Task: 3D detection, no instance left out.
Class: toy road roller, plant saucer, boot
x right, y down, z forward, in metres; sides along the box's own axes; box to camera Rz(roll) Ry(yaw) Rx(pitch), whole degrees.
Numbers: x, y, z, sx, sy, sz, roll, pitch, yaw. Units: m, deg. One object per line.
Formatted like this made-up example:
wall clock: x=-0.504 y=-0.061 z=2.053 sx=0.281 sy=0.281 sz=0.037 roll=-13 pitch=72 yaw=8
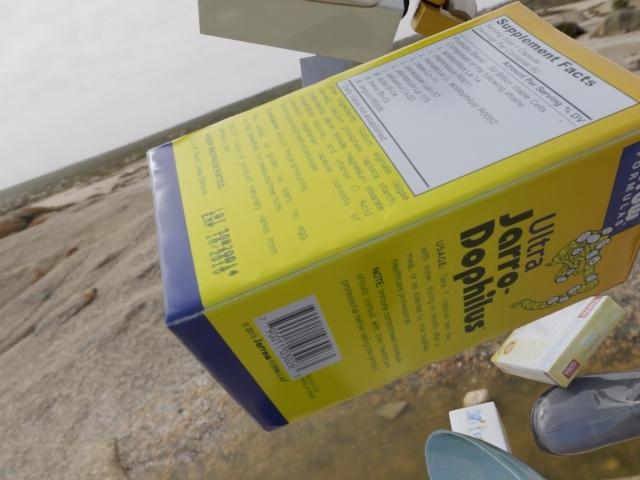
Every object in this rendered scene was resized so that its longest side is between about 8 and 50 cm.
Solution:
toy road roller: x=0.344 y=-0.763 z=1.474 sx=0.241 sy=0.329 sz=0.203 roll=120 pitch=171 yaw=-52
plant saucer: x=0.146 y=0.211 z=0.335 sx=0.037 sy=0.195 sz=0.195 roll=-24 pitch=17 yaw=-20
boot: x=0.507 y=0.239 z=0.750 sx=0.338 sy=0.118 sz=0.223 roll=-19 pitch=-19 yaw=-5

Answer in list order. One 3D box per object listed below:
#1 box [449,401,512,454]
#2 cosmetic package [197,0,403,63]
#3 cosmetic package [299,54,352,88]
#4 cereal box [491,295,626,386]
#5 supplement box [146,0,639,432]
box: x=0.353 y=0.469 z=1.045 sx=0.103 sy=0.114 sz=0.203 roll=-19 pitch=34 yaw=16
cosmetic package: x=-0.031 y=-0.398 z=0.798 sx=0.309 sy=0.113 sz=0.160 roll=6 pitch=59 yaw=-6
cosmetic package: x=0.027 y=-0.371 z=1.318 sx=0.127 sy=0.238 sz=0.107 roll=-2 pitch=8 yaw=16
cereal box: x=0.434 y=0.185 z=0.933 sx=0.173 sy=0.047 sz=0.240 roll=-47 pitch=-3 yaw=-8
supplement box: x=0.063 y=-0.019 z=0.431 sx=0.356 sy=0.195 sz=0.194 roll=-22 pitch=48 yaw=-1
